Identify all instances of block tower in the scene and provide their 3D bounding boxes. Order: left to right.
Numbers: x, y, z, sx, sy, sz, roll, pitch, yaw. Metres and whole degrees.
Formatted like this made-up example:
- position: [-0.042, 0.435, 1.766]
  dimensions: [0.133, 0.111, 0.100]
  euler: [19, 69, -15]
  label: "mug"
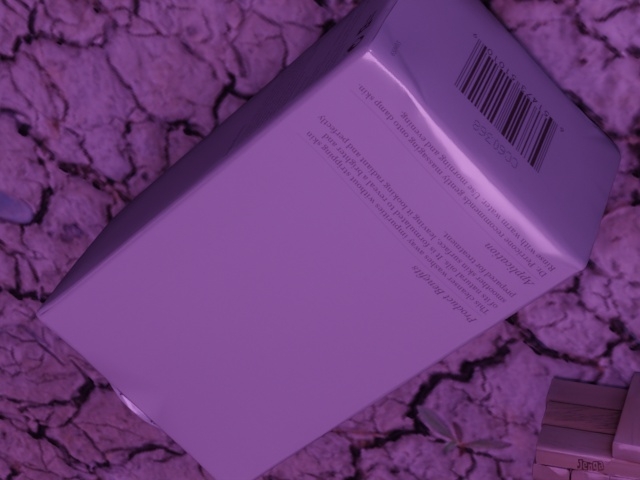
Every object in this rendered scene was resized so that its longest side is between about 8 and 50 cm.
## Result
- position: [0.224, 0.260, 1.368]
  dimensions: [0.097, 0.091, 0.335]
  euler: [7, 126, 16]
  label: "block tower"

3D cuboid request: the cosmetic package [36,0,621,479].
- position: [0.000, 0.000, 1.231]
  dimensions: [0.217, 0.156, 0.385]
  euler: [46, 128, -13]
  label: "cosmetic package"
